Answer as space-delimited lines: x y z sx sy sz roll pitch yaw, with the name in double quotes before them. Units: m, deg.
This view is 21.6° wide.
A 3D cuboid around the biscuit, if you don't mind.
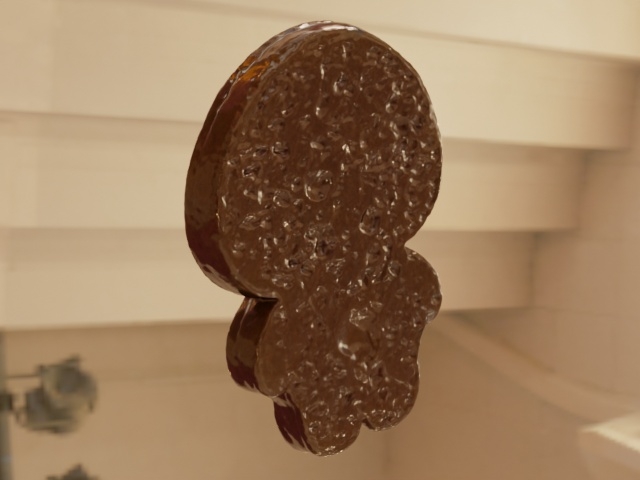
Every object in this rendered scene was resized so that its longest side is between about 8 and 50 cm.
"biscuit" 0.000 0.000 0.670 0.026 0.124 0.175 16 -62 48
